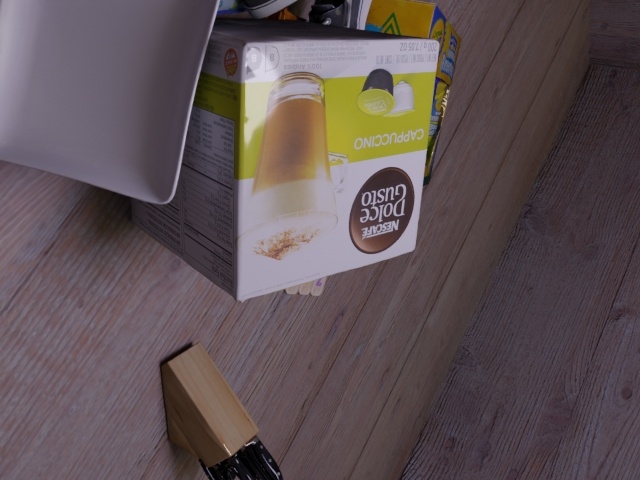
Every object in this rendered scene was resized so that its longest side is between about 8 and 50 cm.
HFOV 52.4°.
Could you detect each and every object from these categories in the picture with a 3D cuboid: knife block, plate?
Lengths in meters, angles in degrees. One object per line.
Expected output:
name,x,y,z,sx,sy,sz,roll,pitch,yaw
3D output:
knife block,-0.180,0.359,1.242,0.088,0.242,0.275,-32,131,-49
plate,-0.270,-0.208,0.792,0.045,0.277,0.278,-18,123,-79

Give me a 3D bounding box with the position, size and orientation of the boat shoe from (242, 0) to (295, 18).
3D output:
boat shoe,-0.027,-0.423,0.987,0.219,0.077,0.070,-32,140,3

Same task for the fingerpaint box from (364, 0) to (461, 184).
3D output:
fingerpaint box,0.179,-0.306,1.447,0.445,0.163,0.371,-22,125,-71

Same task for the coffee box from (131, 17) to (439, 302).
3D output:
coffee box,-0.069,-0.151,0.989,0.338,0.338,0.334,-14,118,-37

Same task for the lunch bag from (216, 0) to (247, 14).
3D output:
lunch bag,-0.180,-0.409,0.983,0.151,0.096,0.128,-42,139,-55

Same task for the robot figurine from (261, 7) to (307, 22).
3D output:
robot figurine,-0.030,-0.328,1.277,0.291,0.085,0.211,18,90,-59

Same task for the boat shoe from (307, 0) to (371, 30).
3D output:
boat shoe,0.023,-0.387,1.158,0.102,0.108,0.301,11,97,-46

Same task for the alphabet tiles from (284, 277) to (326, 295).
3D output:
alphabet tiles,0.000,0.000,1.561,0.284,0.021,0.278,13,94,-59
